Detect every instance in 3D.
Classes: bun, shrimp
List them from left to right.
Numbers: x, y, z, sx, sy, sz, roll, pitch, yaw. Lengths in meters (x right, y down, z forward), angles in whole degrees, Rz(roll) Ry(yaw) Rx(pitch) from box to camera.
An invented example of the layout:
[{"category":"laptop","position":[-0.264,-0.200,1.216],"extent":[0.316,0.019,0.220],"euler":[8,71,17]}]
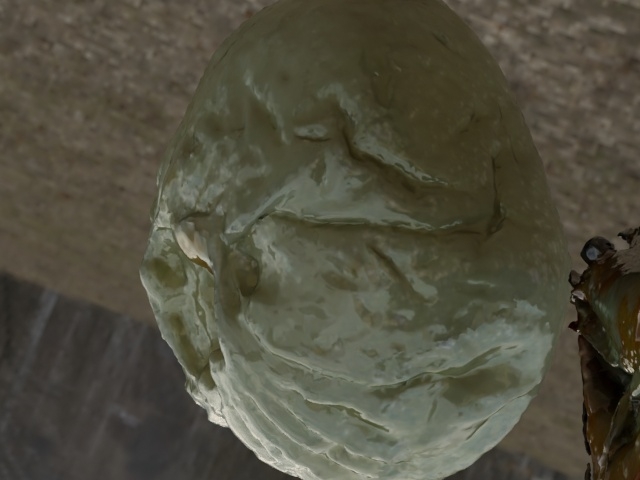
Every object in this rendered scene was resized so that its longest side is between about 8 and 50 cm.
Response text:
[{"category":"bun","position":[0.000,0.000,1.062],"extent":[0.227,0.352,0.349],"euler":[-6,-150,-31]},{"category":"shrimp","position":[0.170,0.067,0.811],"extent":[0.062,0.154,0.294],"euler":[20,-165,-5]}]

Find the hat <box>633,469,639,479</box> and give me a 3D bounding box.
[{"category":"hat","position":[0.247,0.113,0.450],"extent":[0.285,0.400,0.285],"euler":[30,146,23]}]
